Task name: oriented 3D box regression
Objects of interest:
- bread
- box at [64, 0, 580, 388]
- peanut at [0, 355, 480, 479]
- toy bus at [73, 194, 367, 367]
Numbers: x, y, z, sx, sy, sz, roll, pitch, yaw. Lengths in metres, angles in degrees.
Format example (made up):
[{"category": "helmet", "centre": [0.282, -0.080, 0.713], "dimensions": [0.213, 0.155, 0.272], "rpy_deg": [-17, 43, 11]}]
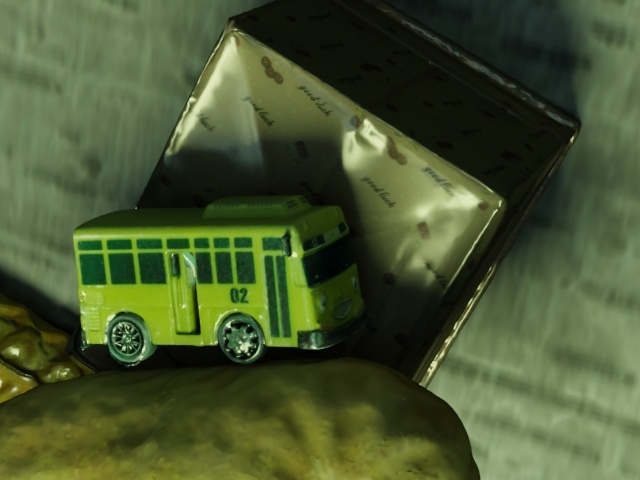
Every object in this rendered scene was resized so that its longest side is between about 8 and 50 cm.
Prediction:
[{"category": "bread", "centre": [-0.261, 0.091, 1.426], "dimensions": [0.367, 0.084, 0.077], "rpy_deg": [33, 160, 6]}, {"category": "box", "centre": [0.000, 0.000, 1.238], "dimensions": [0.225, 0.190, 0.297], "rpy_deg": [33, 115, 9]}, {"category": "peanut", "centre": [-0.085, 0.169, 1.117], "dimensions": [0.387, 0.192, 0.169], "rpy_deg": [-6, 113, 24]}, {"category": "toy bus", "centre": [-0.065, 0.024, 1.116], "dimensions": [0.175, 0.088, 0.101], "rpy_deg": [-1, 99, 25]}]
